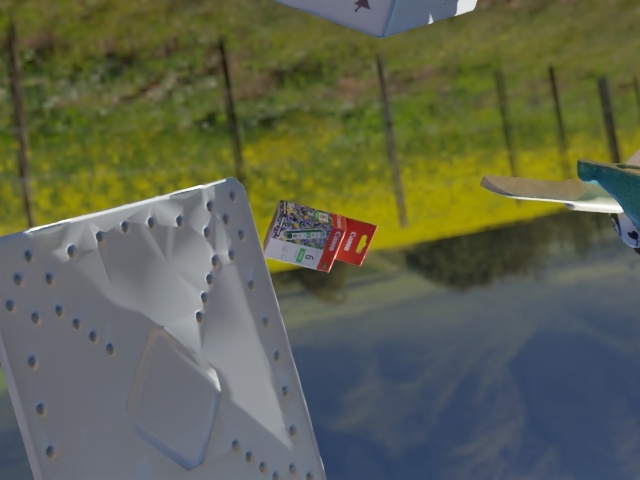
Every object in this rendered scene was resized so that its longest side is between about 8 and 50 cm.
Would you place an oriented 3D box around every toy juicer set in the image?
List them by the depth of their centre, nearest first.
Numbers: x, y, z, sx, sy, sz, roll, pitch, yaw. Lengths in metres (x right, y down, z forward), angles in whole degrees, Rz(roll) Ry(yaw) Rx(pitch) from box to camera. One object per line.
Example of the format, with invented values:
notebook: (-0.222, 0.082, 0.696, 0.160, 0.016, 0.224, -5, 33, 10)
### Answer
toy juicer set: (0.336, -0.046, 1.445, 0.329, 0.089, 0.209, 15, -170, 27)

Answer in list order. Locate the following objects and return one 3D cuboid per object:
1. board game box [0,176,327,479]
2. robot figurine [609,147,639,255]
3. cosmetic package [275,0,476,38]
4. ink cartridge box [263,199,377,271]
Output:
board game box: (-0.157, 0.158, 1.557, 0.050, 0.390, 0.390, -14, -177, 36)
robot figurine: (0.509, -0.016, 2.105, 0.209, 0.278, 0.173, -47, -161, 23)
cosmetic package: (0.052, -0.361, 1.844, 0.230, 0.161, 0.453, 22, -162, 12)
ink cartridge box: (0.000, 0.000, 1.759, 0.115, 0.063, 0.029, 14, -145, -11)
